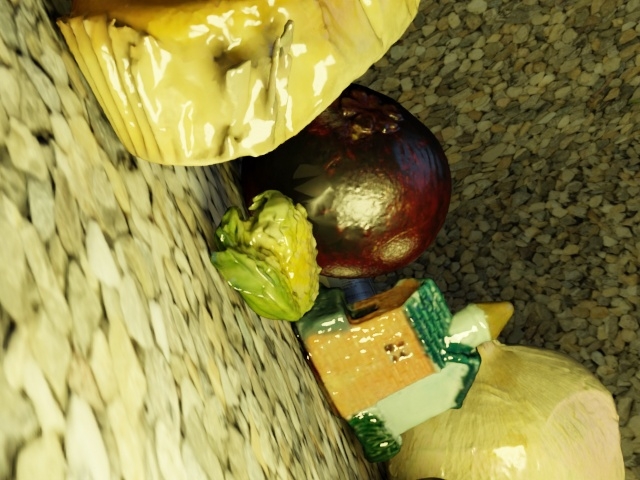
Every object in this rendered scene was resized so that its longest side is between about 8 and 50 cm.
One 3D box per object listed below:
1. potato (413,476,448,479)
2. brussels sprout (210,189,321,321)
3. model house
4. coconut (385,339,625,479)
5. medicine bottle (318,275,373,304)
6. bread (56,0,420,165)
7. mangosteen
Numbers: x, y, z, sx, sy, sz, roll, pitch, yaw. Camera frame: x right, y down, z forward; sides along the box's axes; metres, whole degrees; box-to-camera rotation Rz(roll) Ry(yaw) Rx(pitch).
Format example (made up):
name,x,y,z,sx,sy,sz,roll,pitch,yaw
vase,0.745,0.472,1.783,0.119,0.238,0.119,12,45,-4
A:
name,x,y,z,sx,sy,sz,roll,pitch,yaw
potato,0.140,0.367,1.217,0.262,0.165,0.165,73,-6,-75
brussels sprout,-0.053,0.022,1.092,0.181,0.101,0.139,51,26,-78
model house,0.133,0.145,1.422,0.184,0.291,0.253,-87,153,-70
coconut,0.281,0.323,1.598,0.404,0.405,0.404,-24,90,-86
medicine bottle,0.015,0.054,1.640,0.103,0.103,0.186,50,17,-74
bread,-0.057,-0.225,0.888,0.388,0.236,0.183,-52,135,-42
mangosteen,0.028,-0.072,1.430,0.297,0.293,0.297,28,27,-16
